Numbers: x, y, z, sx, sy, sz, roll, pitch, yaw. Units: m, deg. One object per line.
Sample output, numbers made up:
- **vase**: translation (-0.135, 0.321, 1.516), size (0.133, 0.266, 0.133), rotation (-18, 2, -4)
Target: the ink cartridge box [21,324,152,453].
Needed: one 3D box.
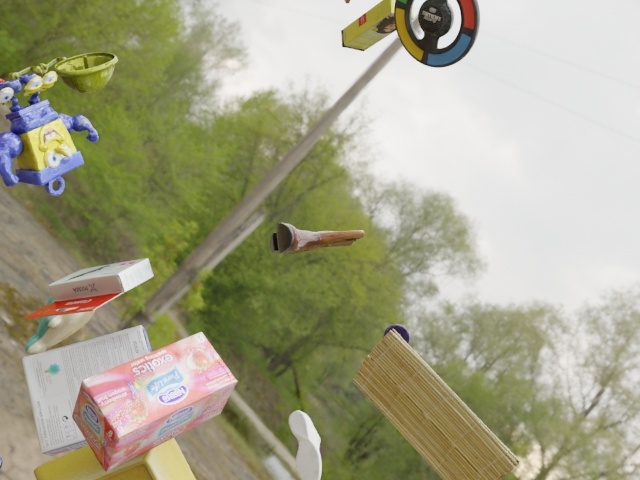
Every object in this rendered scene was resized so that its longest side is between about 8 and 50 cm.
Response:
- **ink cartridge box**: translation (-0.588, 0.408, 1.970), size (0.151, 0.395, 0.270), rotation (114, -41, -72)

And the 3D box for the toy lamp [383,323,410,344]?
- **toy lamp**: translation (0.207, 0.281, 1.944), size (0.080, 0.080, 0.274), rotation (44, 9, 3)

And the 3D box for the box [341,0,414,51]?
- **box**: translation (0.157, -0.608, 1.995), size (0.087, 0.058, 0.232), rotation (1, -10, -33)

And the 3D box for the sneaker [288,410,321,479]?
- **sneaker**: translation (-0.027, 0.597, 2.037), size (0.094, 0.080, 0.212), rotation (37, 35, -55)

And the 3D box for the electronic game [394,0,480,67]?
- **electronic game**: translation (0.265, -0.513, 1.631), size (0.229, 0.048, 0.229), rotation (24, -52, 35)

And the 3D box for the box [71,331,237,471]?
- **box**: translation (-0.350, 0.337, 1.508), size (0.154, 0.300, 0.142), rotation (49, -47, 23)

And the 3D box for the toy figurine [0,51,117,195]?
- **toy figurine**: translation (-0.506, -0.193, 1.280), size (0.191, 0.362, 0.217), rotation (0, -64, 28)

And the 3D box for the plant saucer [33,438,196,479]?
- **plant saucer**: translation (-0.447, 0.617, 1.621), size (0.081, 0.332, 0.333), rotation (-101, 168, -75)

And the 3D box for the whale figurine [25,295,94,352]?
- **whale figurine**: translation (-0.916, 0.272, 2.451), size (0.141, 0.272, 0.216), rotation (46, -6, 5)

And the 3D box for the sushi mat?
- **sushi mat**: translation (0.197, 0.317, 1.270), size (0.316, 0.151, 0.019), rotation (46, 37, 19)

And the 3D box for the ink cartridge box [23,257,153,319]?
- **ink cartridge box**: translation (-0.629, 0.128, 1.898), size (0.239, 0.275, 0.060), rotation (-34, 112, -58)

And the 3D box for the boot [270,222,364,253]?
- **boot**: translation (0.000, 0.000, 2.199), size (0.264, 0.280, 0.096), rotation (130, -43, -72)

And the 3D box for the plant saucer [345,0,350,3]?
- **plant saucer**: translation (0.065, -0.602, 1.668), size (0.013, 0.084, 0.083), rotation (4, -3, -9)

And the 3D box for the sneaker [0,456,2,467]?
- **sneaker**: translation (-0.587, 0.294, 1.075), size (0.221, 0.087, 0.083), rotation (30, -22, -15)
